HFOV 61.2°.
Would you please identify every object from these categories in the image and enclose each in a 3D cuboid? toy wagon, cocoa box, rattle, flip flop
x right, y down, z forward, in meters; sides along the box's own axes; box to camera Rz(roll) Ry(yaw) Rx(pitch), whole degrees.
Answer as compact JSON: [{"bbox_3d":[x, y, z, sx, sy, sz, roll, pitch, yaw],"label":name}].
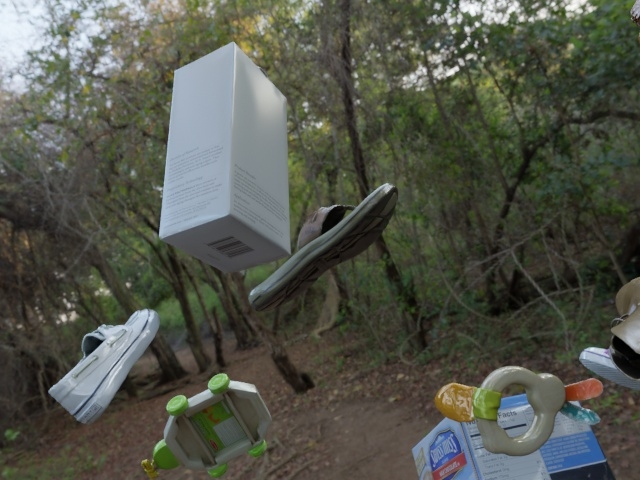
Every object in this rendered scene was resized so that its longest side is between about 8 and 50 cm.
[{"bbox_3d":[-0.309,0.512,1.441,0.344,0.267,0.068,-26,25,-7],"label":"toy wagon"},{"bbox_3d":[0.338,0.442,1.001,0.231,0.228,0.347,-8,-31,-10],"label":"cocoa box"},{"bbox_3d":[0.303,0.250,0.827,0.199,0.130,0.143,-14,-21,-21],"label":"rattle"},{"bbox_3d":[0.000,0.000,0.802,0.277,0.080,0.112,-38,-23,1],"label":"flip flop"}]

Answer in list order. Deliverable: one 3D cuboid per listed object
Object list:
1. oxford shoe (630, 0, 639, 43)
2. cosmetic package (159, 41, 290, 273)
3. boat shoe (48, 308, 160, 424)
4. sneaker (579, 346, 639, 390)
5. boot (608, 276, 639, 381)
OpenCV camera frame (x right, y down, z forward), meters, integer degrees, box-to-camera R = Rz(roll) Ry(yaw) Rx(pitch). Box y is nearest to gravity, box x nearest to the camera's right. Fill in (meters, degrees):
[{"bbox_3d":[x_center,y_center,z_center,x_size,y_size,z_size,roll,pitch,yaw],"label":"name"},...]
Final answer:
[{"bbox_3d":[0.685,-0.464,1.129,0.076,0.076,0.212,6,49,37],"label":"oxford shoe"},{"bbox_3d":[-0.165,-0.150,1.002,0.155,0.366,0.197,-17,-30,24],"label":"cosmetic package"},{"bbox_3d":[-0.296,0.152,0.763,0.083,0.076,0.226,-42,16,17],"label":"boat shoe"},{"bbox_3d":[0.740,0.252,1.200,0.282,0.161,0.102,12,-23,29],"label":"sneaker"},{"bbox_3d":[0.452,0.117,0.756,0.115,0.112,0.305,-8,7,14],"label":"boot"}]
